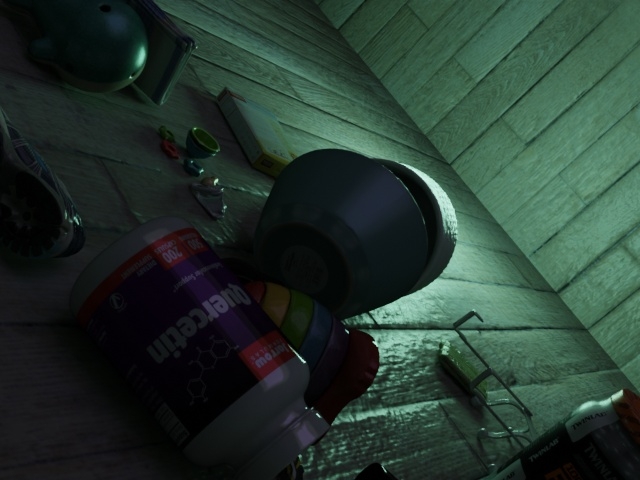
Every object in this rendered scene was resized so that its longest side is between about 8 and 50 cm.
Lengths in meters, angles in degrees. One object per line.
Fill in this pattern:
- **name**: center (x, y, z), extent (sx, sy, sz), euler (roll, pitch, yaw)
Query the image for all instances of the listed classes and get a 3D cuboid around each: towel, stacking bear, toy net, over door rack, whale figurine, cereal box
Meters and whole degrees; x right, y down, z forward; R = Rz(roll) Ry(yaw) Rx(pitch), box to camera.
- **towel**: center (0.309, 0.285, 1.895), extent (0.148, 0.027, 0.110), euler (46, 16, -3)
- **towel**: center (-0.368, -0.407, 1.658), extent (0.285, 0.209, 0.034), euler (44, 53, 0)
- **stacking bear**: center (-0.084, 0.130, 1.232), extent (0.289, 0.175, 0.164), euler (32, 24, -15)
- **toy net**: center (-0.225, -0.136, 1.621), extent (0.122, 0.045, 0.232), euler (27, 27, -43)
- **over door rack**: center (0.339, 0.330, 1.711), extent (0.324, 0.108, 0.239), euler (60, 12, -22)
- **whale figurine**: center (-0.423, -0.384, 1.522), extent (0.272, 0.141, 0.216), euler (41, 51, 6)
- **cereal box**: center (-0.132, -0.235, 2.004), extent (0.173, 0.047, 0.240), euler (23, 29, -48)

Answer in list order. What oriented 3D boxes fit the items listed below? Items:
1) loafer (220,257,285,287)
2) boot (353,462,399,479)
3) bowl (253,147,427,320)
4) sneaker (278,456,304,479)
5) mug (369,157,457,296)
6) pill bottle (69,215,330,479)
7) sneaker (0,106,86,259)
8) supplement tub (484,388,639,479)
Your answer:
- **loafer**: center (-0.112, 0.087, 1.353), extent (0.220, 0.080, 0.078), euler (18, 33, -53)
- **boot**: center (0.160, 0.448, 1.154), extent (0.280, 0.096, 0.264), euler (47, -5, -7)
- **bowl**: center (0.010, 0.015, 1.489), extent (0.311, 0.311, 0.163), euler (46, 38, 1)
- **sneaker**: center (-0.040, 0.298, 1.167), extent (0.035, 0.031, 0.083), euler (50, 19, -30)
- **mug**: center (0.104, -0.036, 1.824), extent (0.374, 0.276, 0.328), euler (19, 6, 18)
- **pill bottle**: center (-0.138, 0.138, 1.046), extent (0.323, 0.181, 0.181), euler (48, 20, 9)
- **sneaker**: center (-0.401, -0.083, 1.116), extent (0.283, 0.110, 0.122), euler (54, 3, 14)
- **supplement tub**: center (0.449, 0.408, 1.505), extent (0.193, 0.316, 0.193), euler (39, 20, -17)
